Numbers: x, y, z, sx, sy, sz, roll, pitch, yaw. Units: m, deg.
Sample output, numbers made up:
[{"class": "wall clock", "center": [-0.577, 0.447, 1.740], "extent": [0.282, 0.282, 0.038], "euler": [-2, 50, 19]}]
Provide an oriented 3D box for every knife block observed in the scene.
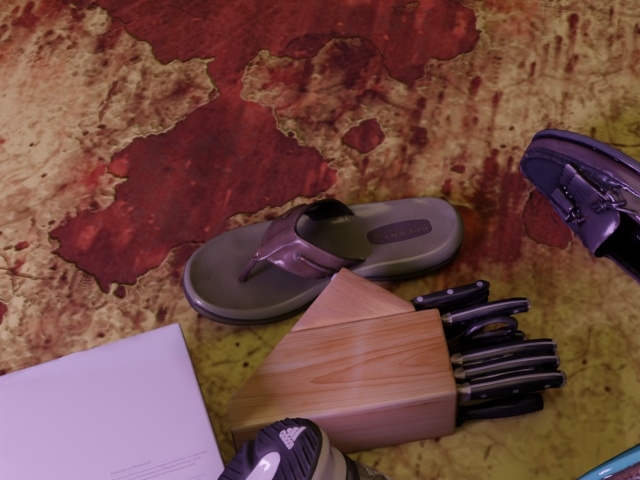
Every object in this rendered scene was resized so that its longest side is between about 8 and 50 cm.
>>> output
[{"class": "knife block", "center": [0.081, 0.145, 1.135], "extent": [0.242, 0.088, 0.276], "euler": [29, 61, 23]}]

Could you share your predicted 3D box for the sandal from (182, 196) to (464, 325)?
[{"class": "sandal", "center": [0.001, -0.001, 1.248], "extent": [0.302, 0.086, 0.120], "euler": [-16, 54, -7]}]

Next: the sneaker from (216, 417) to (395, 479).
[{"class": "sneaker", "center": [-0.048, 0.379, 0.928], "extent": [0.447, 0.257, 0.169], "euler": [-53, 22, 3]}]

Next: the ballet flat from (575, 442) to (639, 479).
[{"class": "ballet flat", "center": [0.450, 0.160, 1.070], "extent": [0.483, 0.164, 0.182], "euler": [-32, 78, -19]}]

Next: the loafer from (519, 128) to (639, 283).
[{"class": "loafer", "center": [0.320, -0.007, 1.221], "extent": [0.302, 0.109, 0.095], "euler": [35, 68, 23]}]

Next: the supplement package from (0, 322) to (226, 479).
[{"class": "supplement package", "center": [-0.181, 0.218, 1.064], "extent": [0.194, 0.149, 0.203], "euler": [-16, 54, -8]}]
